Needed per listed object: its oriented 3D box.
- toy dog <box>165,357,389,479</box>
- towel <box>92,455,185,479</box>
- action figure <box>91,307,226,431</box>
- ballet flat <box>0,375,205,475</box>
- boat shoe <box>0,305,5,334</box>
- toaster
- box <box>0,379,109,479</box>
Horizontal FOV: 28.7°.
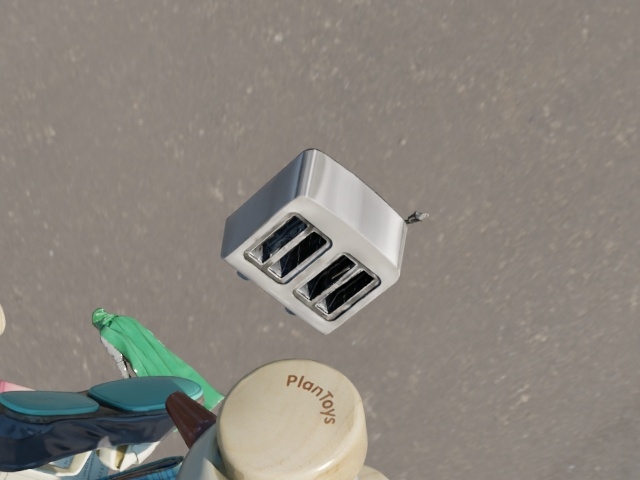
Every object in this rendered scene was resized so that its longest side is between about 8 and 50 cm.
[{"bbox_3d":[-0.094,0.192,0.692,0.161,0.220,0.334,22,35,32],"label":"toy dog"},{"bbox_3d":[-0.252,0.487,1.663,0.271,0.040,0.370,-16,103,-2],"label":"towel"},{"bbox_3d":[-0.255,0.182,1.842,0.232,0.063,0.137,45,29,14],"label":"action figure"},{"bbox_3d":[-0.177,0.147,0.976,0.203,0.074,0.074,1,69,-50],"label":"ballet flat"},{"bbox_3d":[-0.535,0.095,1.874,0.098,0.302,0.109,-7,99,-38],"label":"boat shoe"},{"bbox_3d":[0.000,0.000,1.454,0.168,0.186,0.110,38,32,-21],"label":"toaster"},{"bbox_3d":[-0.412,0.290,1.720,0.232,0.148,0.127,19,50,-15],"label":"box"}]
